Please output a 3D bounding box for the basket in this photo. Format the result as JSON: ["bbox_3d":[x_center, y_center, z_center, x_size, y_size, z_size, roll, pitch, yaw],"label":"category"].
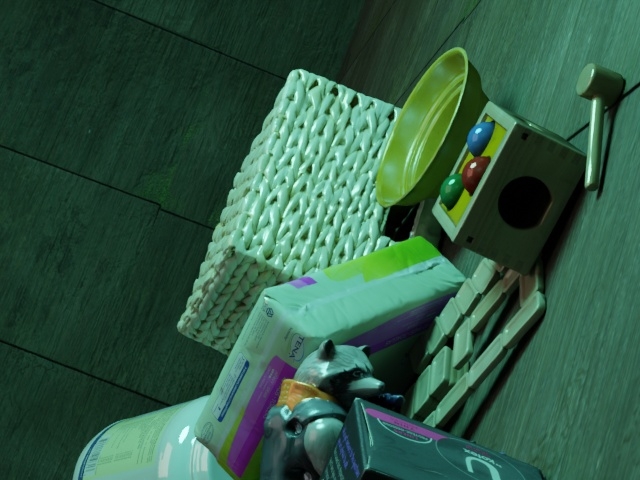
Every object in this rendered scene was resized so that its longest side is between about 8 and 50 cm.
[{"bbox_3d":[0.000,0.000,1.886,0.331,0.266,0.328,127,164,-59],"label":"basket"}]

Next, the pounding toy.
[{"bbox_3d":[0.195,-0.082,1.292,0.206,0.094,0.181,-63,10,11],"label":"pounding toy"}]

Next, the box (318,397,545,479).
[{"bbox_3d":[0.051,0.284,1.033,0.143,0.165,0.270,-93,26,-75],"label":"box"}]

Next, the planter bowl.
[{"bbox_3d":[0.160,-0.122,1.697,0.217,0.090,0.217,-58,17,28],"label":"planter bowl"}]

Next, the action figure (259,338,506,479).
[{"bbox_3d":[0.014,0.248,1.270,0.341,0.179,0.330,-28,52,60],"label":"action figure"}]

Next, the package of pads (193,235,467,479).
[{"bbox_3d":[0.014,0.133,1.517,0.296,0.101,0.229,-17,-39,-49],"label":"package of pads"}]

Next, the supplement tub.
[{"bbox_3d":[-0.176,0.346,1.947,0.325,0.235,0.235,-21,42,46],"label":"supplement tub"}]

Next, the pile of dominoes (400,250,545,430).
[{"bbox_3d":[0.161,0.101,1.379,0.251,0.040,0.196,-54,13,33],"label":"pile of dominoes"}]
